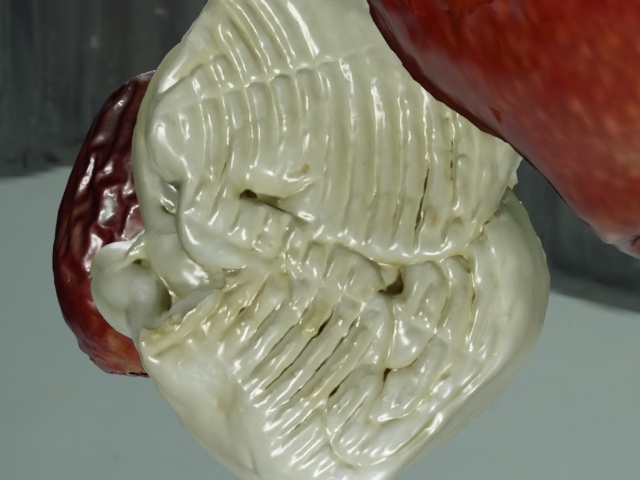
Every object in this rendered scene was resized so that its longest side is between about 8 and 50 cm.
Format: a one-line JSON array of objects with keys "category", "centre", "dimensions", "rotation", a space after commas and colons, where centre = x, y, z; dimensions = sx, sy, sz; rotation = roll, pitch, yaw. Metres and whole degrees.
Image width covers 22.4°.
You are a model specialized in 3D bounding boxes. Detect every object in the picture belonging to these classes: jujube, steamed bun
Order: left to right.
[{"category": "jujube", "centre": [-0.121, -0.011, 1.270], "dimensions": [0.183, 0.183, 0.243], "rotation": [3, 80, 1]}, {"category": "steamed bun", "centre": [0.002, -0.002, 0.979], "dimensions": [0.276, 0.203, 0.289], "rotation": [-43, 76, -5]}]

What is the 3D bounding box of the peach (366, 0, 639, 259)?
[{"category": "peach", "centre": [0.149, -0.170, 0.435], "dimensions": [0.290, 0.372, 0.372], "rotation": [7, 28, -41]}]
